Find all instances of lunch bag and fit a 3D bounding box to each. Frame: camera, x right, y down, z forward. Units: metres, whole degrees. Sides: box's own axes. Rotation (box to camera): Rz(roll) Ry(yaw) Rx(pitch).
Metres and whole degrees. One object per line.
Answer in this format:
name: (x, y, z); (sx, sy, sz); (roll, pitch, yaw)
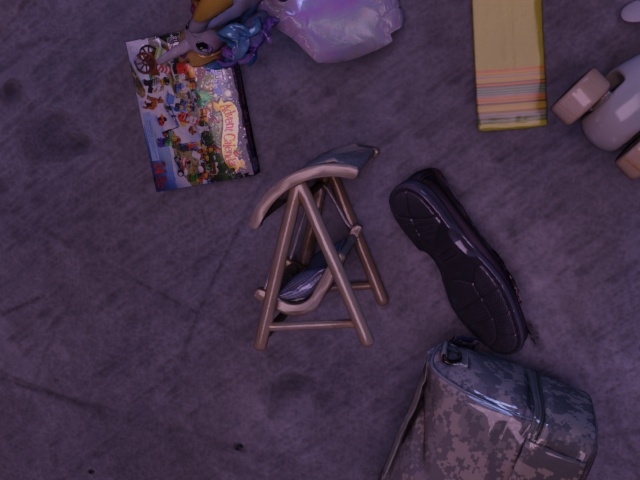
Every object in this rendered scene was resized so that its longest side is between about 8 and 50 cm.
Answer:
lunch bag: (0.230, 0.317, 1.553); (0.256, 0.212, 0.305); (20, 111, -1)

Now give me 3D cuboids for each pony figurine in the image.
pony figurine: (-0.066, -0.366, 1.433); (0.351, 0.363, 0.303); (-31, 86, -13)

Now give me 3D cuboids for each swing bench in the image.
swing bench: (0.000, 0.000, 1.525); (0.165, 0.253, 0.255); (-3, 99, 11)

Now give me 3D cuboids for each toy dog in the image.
toy dog: (0.469, -0.227, 1.478); (0.333, 0.161, 0.220); (-25, 92, -2)

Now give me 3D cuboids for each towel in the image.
towel: (0.272, -0.279, 1.548); (0.102, 0.021, 0.237); (-3, 99, 5)

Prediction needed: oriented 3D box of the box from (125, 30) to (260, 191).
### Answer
box: (-0.193, -0.201, 1.629); (0.159, 0.044, 0.233); (-9, 99, 11)

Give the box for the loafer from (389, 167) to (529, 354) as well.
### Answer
loafer: (0.222, 0.024, 1.576); (0.109, 0.095, 0.303); (-29, 99, 48)
